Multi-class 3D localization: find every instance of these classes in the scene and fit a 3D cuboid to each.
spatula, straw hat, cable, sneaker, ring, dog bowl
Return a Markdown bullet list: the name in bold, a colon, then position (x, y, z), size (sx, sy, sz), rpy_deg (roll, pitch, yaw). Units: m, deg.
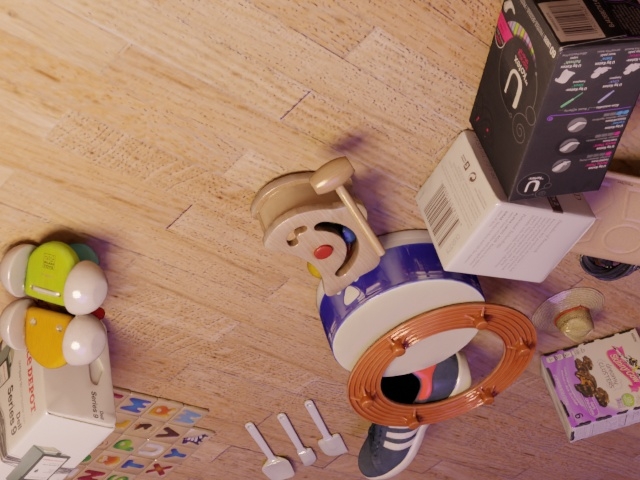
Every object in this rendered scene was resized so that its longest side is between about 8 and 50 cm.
- **spatula**: position (-0.051, 0.390, 2.172), size (0.168, 0.019, 0.242), rpy_deg (-20, 142, 4)
- **straw hat**: position (0.464, 0.150, 2.046), size (0.144, 0.061, 0.144), rpy_deg (-11, 142, -9)
- **cable**: position (0.518, -0.004, 1.899), size (0.150, 0.047, 0.184), rpy_deg (-5, 141, -6)
- **sneaker**: position (0.128, 0.312, 2.073), size (0.148, 0.131, 0.350), rpy_deg (14, 127, -25)
- **ring**: position (0.207, 0.221, 1.878), size (0.336, 0.032, 0.336), rpy_deg (-11, 140, -9)
- **dog bowl**: position (0.131, 0.107, 1.825), size (0.265, 0.104, 0.265), rpy_deg (-11, 142, -9)

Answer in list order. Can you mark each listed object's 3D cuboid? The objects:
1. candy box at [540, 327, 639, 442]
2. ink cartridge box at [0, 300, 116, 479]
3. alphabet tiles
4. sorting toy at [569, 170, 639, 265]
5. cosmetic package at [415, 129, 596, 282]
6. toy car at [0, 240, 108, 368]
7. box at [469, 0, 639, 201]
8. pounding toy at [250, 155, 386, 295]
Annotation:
- **candy box**: position (0.540, 0.275, 2.144), size (0.196, 0.165, 0.070), rpy_deg (-16, 144, -3)
- **ink cartridge box**: position (-0.444, 0.262, 1.704), size (0.121, 0.211, 0.289), rpy_deg (21, 127, -37)
- **alphabet tiles**: position (-0.373, 0.359, 2.011), size (0.342, 0.011, 0.285), rpy_deg (22, 128, -39)
- **sorting toy**: position (0.457, -0.043, 1.792), size (0.193, 0.038, 0.208), rpy_deg (11, 141, -4)
- **cosmetic package**: position (0.269, -0.047, 1.652), size (0.183, 0.151, 0.151), rpy_deg (7, 136, -29)
- **toy car**: position (-0.357, 0.083, 1.576), size (0.136, 0.159, 0.182), rpy_deg (-28, 126, -60)
- **box**: position (0.309, -0.203, 1.464), size (0.143, 0.165, 0.270), rpy_deg (-7, 141, -14)
- **pounding toy**: position (0.000, 0.000, 1.600), size (0.154, 0.155, 0.269), rpy_deg (-22, 142, -1)
